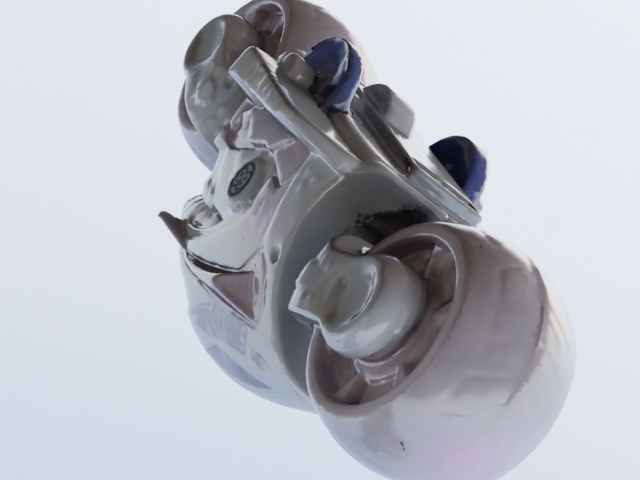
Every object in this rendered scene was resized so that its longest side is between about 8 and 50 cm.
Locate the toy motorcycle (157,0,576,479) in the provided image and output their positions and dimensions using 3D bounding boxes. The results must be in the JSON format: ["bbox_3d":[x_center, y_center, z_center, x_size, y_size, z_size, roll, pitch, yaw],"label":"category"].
[{"bbox_3d":[0.000,0.000,0.548,0.112,0.112,0.254,-10,-150,-11],"label":"toy motorcycle"}]
